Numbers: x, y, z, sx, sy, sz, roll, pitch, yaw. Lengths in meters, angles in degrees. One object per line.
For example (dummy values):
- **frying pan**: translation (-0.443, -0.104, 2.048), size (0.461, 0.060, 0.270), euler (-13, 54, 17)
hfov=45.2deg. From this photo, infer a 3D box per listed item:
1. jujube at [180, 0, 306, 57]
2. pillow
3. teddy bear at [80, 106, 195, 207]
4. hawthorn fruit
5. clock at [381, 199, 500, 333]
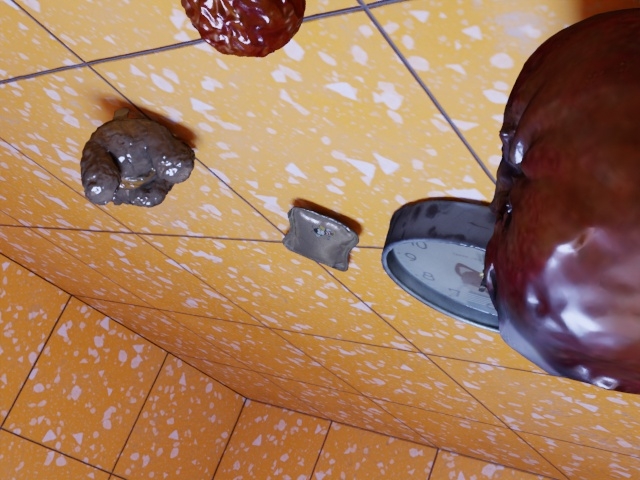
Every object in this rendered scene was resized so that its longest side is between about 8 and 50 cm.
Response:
- **jujube**: translation (-0.080, -0.247, 0.686), size (0.112, 0.109, 0.176), euler (-18, 141, 4)
- **pillow**: translation (0.000, 0.001, 1.298), size (0.130, 0.033, 0.217), euler (24, 160, 1)
- **teddy bear**: translation (-0.283, -0.114, 1.184), size (0.190, 0.177, 0.140), euler (99, 148, -68)
- **hawthorn fruit**: translation (0.285, -0.024, 0.601), size (0.324, 0.308, 0.308), euler (17, 161, -16)
- **clock**: translation (0.244, 0.050, 1.123), size (0.325, 0.067, 0.325), euler (20, 160, 8)
